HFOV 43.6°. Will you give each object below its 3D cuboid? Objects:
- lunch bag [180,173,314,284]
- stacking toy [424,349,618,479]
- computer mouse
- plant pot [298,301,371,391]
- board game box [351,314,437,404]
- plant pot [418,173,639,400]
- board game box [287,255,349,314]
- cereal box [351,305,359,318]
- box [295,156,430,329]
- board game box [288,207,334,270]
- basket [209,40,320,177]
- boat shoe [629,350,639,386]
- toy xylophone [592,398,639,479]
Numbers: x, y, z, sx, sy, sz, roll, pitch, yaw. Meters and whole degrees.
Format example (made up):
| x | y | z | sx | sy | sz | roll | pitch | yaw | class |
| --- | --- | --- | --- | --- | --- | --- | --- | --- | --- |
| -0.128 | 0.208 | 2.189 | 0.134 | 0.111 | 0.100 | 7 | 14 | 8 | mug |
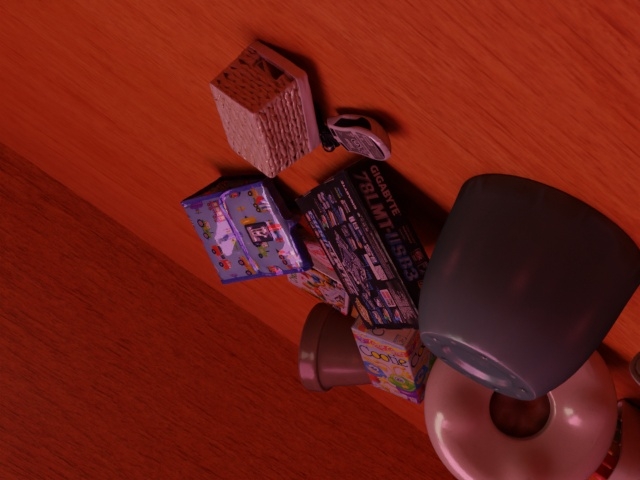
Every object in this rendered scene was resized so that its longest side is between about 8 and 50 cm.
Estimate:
| x | y | z | sx | sy | sz | roll | pitch | yaw | class |
| --- | --- | --- | --- | --- | --- | --- | --- | --- | --- |
| -0.137 | -0.032 | 1.757 | 0.293 | 0.138 | 0.221 | -5 | 115 | 49 | lunch bag |
| 0.379 | 0.314 | 1.663 | 0.350 | 0.350 | 0.480 | 31 | 180 | 4 | stacking toy |
| 0.048 | -0.164 | 1.207 | 0.193 | 0.042 | 0.106 | 23 | 158 | 50 | computer mouse |
| 0.086 | 0.324 | 2.323 | 0.229 | 0.263 | 0.263 | 7 | 156 | 22 | plant pot |
| 0.191 | 0.249 | 1.911 | 0.142 | 0.144 | 0.275 | 18 | 150 | 28 | board game box |
| 0.277 | 0.085 | 1.156 | 0.293 | 0.235 | 0.293 | 31 | 165 | 9 | plant pot |
| 0.002 | 0.095 | 2.080 | 0.193 | 0.053 | 0.305 | 30 | 165 | 10 | board game box |
| 0.198 | 0.223 | 2.103 | 0.240 | 0.047 | 0.173 | 30 | 163 | 7 | cereal box |
| 0.087 | 0.017 | 1.412 | 0.295 | 0.073 | 0.293 | 62 | 164 | -2 | box |
| 0.000 | 0.000 | 1.800 | 0.193 | 0.045 | 0.147 | 38 | 164 | -21 | board game box |
| -0.081 | -0.188 | 1.187 | 0.113 | 0.103 | 0.167 | 38 | 160 | 27 | basket |
| 0.629 | 0.245 | 1.170 | 0.340 | 0.127 | 0.113 | 7 | 140 | 39 | boat shoe |
| 0.645 | 0.438 | 1.562 | 0.236 | 0.081 | 0.323 | 35 | -153 | 17 | toy xylophone |
